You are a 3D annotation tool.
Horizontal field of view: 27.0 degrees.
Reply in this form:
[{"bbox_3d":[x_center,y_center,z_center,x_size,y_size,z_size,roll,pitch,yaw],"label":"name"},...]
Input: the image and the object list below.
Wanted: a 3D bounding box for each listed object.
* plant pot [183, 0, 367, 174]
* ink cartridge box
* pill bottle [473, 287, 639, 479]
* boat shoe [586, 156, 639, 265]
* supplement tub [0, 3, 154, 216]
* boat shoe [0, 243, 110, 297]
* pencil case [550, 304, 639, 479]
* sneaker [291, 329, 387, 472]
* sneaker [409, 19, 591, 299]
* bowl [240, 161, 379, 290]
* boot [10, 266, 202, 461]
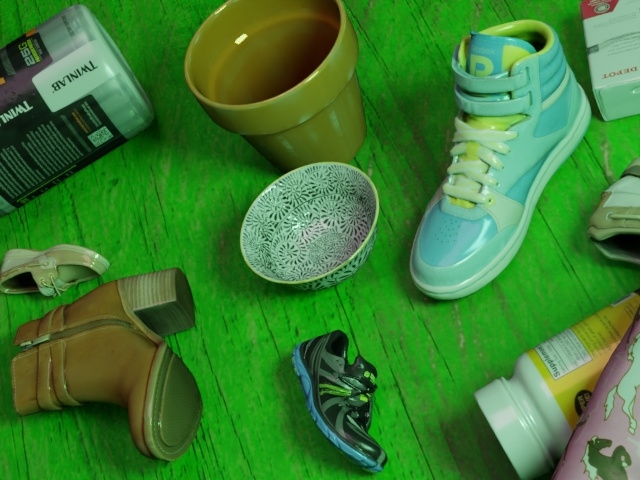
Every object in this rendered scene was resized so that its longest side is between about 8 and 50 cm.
[{"bbox_3d":[-0.034,-0.180,1.616,0.205,0.188,0.205,-13,51,17],"label":"plant pot"},{"bbox_3d":[0.366,-0.219,1.536,0.109,0.063,0.150,-12,51,17],"label":"ink cartridge box"},{"bbox_3d":[0.259,0.138,1.268,0.208,0.119,0.119,-30,47,2],"label":"pill bottle"},{"bbox_3d":[0.395,0.017,1.312,0.103,0.113,0.302,-47,38,-12],"label":"boat shoe"},{"bbox_3d":[-0.398,-0.159,1.776,0.316,0.193,0.193,-32,47,0],"label":"supplement tub"},{"bbox_3d":[-0.339,0.044,1.680,0.170,0.063,0.059,-5,55,35],"label":"boat shoe"},{"bbox_3d":[0.316,0.150,1.127,0.167,0.160,0.386,26,90,4],"label":"pencil case"},{"bbox_3d":[0.028,0.163,1.398,0.078,0.067,0.188,-33,44,7],"label":"sneaker"},{"bbox_3d":[0.171,-0.107,1.445,0.127,0.208,0.319,17,64,34],"label":"sneaker"},{"bbox_3d":[0.000,0.000,1.531,0.170,0.080,0.170,-14,49,16],"label":"bowl"},{"bbox_3d":[-0.255,0.157,1.510,0.220,0.109,0.283,-19,46,10],"label":"boot"}]
